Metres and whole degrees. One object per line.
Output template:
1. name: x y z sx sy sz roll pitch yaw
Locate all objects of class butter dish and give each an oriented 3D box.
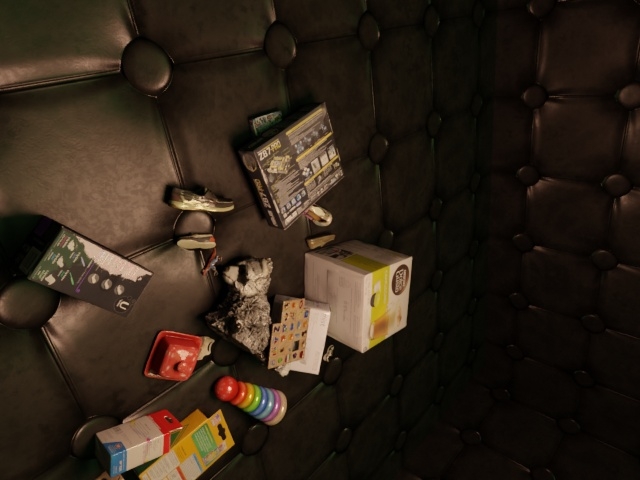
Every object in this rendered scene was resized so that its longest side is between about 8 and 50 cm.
1. butter dish: -0.465 0.393 1.394 0.160 0.118 0.160 22 85 -36

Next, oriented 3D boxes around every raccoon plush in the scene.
1. raccoon plush: -0.219 0.260 1.574 0.299 0.215 0.447 -58 138 -23

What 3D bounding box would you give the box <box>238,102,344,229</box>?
1. box: -0.086 -0.279 1.573 0.395 0.097 0.319 -45 133 -33

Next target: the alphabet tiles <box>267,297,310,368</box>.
1. alphabet tiles: -0.109 0.332 1.554 0.198 0.009 0.238 3 95 -52

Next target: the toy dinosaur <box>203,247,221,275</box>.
1. toy dinosaur: -0.380 0.082 1.475 0.082 0.047 0.090 -33 92 -25

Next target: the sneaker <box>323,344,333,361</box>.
1. sneaker: 0.048 0.548 2.065 0.032 0.036 0.083 45 68 -42

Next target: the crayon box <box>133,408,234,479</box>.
1. crayon box: -0.484 0.763 1.533 0.322 0.083 0.203 -33 124 -35

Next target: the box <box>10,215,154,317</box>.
1. box: -0.611 0.072 1.114 0.270 0.165 0.144 41 72 -45

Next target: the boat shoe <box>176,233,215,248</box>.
1. boat shoe: -0.409 -0.001 1.400 0.136 0.049 0.043 2 58 -45

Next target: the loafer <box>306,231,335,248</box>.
1. loafer: 0.000 0.000 1.830 0.147 0.056 0.050 -13 113 -33

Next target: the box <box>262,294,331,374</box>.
1. box: -0.094 0.372 1.700 0.230 0.127 0.262 10 96 -4

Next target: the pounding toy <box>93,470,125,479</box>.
1. pounding toy: -0.699 0.812 1.309 0.206 0.094 0.181 -35 126 -35

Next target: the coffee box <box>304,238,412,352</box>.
1. coffee box: 0.161 0.218 1.856 0.334 0.337 0.339 -16 114 -44

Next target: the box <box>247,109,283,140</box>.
1. box: -0.189 -0.401 1.517 0.137 0.027 0.094 -32 125 -36

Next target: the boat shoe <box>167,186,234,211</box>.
1. boat shoe: -0.374 -0.135 1.366 0.223 0.080 0.074 -2 109 -42

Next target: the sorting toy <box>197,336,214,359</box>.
1. sorting toy: -0.412 0.378 1.520 0.075 0.044 0.084 25 82 -56

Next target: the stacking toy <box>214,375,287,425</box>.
1. stacking toy: -0.286 0.618 1.680 0.330 0.141 0.141 40 73 -38

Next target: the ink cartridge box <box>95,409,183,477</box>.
1. ink cartridge box: -0.572 0.635 1.357 0.230 0.134 0.078 -4 105 -45

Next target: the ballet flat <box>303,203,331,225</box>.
1. ballet flat: -0.004 -0.106 1.770 0.221 0.079 0.077 28 81 -48
